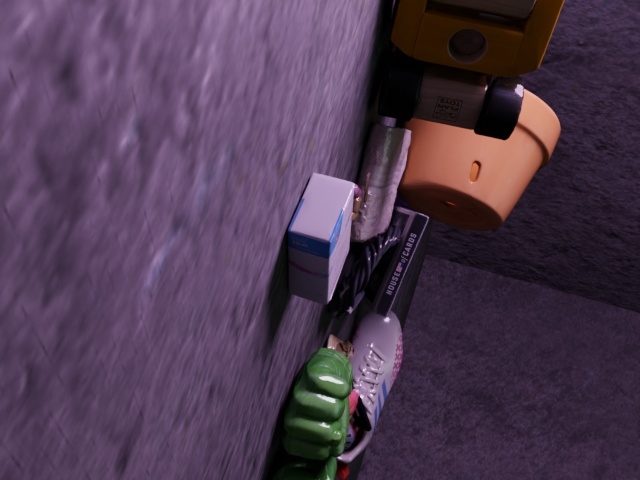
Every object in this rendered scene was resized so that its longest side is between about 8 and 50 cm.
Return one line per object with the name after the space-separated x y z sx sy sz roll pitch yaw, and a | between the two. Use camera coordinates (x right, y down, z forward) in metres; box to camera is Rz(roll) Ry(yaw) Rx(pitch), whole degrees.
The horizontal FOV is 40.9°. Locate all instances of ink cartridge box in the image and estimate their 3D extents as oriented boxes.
0.000 0.000 0.963 0.122 0.052 0.089 90 18 -53 | ink cartridge box

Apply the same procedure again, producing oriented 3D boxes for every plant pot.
0.264 -0.150 1.565 0.291 0.290 0.204 74 38 -72 | plant pot

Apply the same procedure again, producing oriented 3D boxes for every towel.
0.099 -0.094 1.397 0.282 0.049 0.187 -25 129 -77 | towel

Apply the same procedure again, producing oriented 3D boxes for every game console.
0.062 0.275 1.591 0.071 0.107 0.122 -42 133 -26 | game console

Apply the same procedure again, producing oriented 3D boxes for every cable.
0.074 0.036 1.358 0.184 0.047 0.151 -51 170 -38 | cable

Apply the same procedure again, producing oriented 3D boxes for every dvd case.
0.120 0.028 1.506 0.238 0.029 0.179 -138 -110 -81 | dvd case

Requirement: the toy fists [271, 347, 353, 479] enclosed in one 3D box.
-0.012 0.298 1.234 0.142 0.096 0.279 -48 154 -67 | toy fists

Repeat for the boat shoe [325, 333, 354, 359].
0.033 0.188 1.465 0.135 0.045 0.050 5 100 -80 | boat shoe

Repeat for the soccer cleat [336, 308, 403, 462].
0.093 0.302 1.766 0.143 0.116 0.331 -27 132 -81 | soccer cleat

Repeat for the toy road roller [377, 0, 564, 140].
0.202 -0.322 1.216 0.241 0.202 0.330 -82 -176 -45 | toy road roller

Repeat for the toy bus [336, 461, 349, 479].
0.058 0.563 1.729 0.104 0.202 0.191 -48 -162 20 | toy bus

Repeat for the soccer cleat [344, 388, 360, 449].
0.016 0.330 1.544 0.095 0.083 0.248 -41 158 -26 | soccer cleat

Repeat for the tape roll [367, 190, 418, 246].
0.151 -0.016 1.718 0.189 0.080 0.189 15 90 -80 | tape roll

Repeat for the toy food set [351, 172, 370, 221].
0.035 -0.041 1.207 0.078 0.019 0.122 94 22 -47 | toy food set
